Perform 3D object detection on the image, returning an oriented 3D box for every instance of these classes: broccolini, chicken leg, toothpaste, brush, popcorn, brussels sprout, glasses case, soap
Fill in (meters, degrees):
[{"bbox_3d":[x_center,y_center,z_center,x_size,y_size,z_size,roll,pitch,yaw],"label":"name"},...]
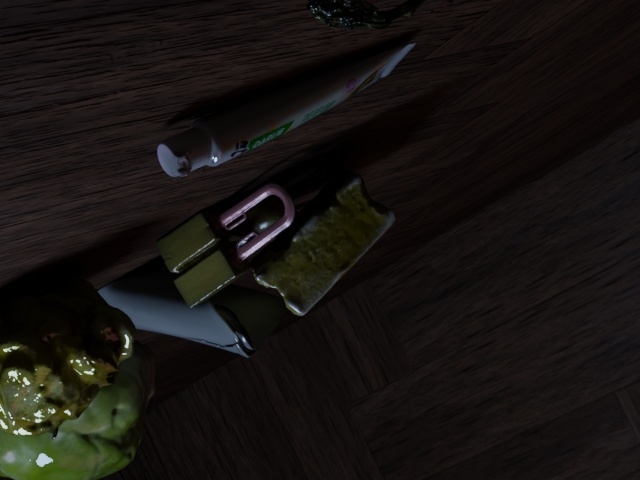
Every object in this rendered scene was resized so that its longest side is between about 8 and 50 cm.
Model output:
[{"bbox_3d":[0.061,-0.216,1.476,0.054,0.052,0.194,-27,174,38],"label":"broccolini"},{"bbox_3d":[-0.093,-0.029,2.217,0.093,0.070,0.178,-28,-178,-40],"label":"chicken leg"},{"bbox_3d":[-0.033,-0.141,1.702,0.314,0.056,0.058,-26,-147,-29],"label":"toothpaste"},{"bbox_3d":[-0.113,-0.007,2.137,0.233,0.103,0.047,-33,173,37],"label":"brush"},{"bbox_3d":[-0.351,0.157,2.096,0.266,0.192,0.233,-11,-171,34],"label":"popcorn"},{"bbox_3d":[-0.380,0.248,2.425,0.317,0.242,0.274,-22,180,-19],"label":"brussels sprout"},{"bbox_3d":[-0.190,0.088,2.318,0.308,0.083,0.128,8,-148,38],"label":"glasses case"},{"bbox_3d":[0.000,0.000,2.222,0.199,0.091,0.315,-44,-177,-2],"label":"soap"}]

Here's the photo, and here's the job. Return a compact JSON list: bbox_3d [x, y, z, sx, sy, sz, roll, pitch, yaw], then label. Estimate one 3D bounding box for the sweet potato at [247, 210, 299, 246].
[{"bbox_3d":[-0.072,-0.009,2.448,0.117,0.049,0.049,-25,173,-34],"label":"sweet potato"}]
